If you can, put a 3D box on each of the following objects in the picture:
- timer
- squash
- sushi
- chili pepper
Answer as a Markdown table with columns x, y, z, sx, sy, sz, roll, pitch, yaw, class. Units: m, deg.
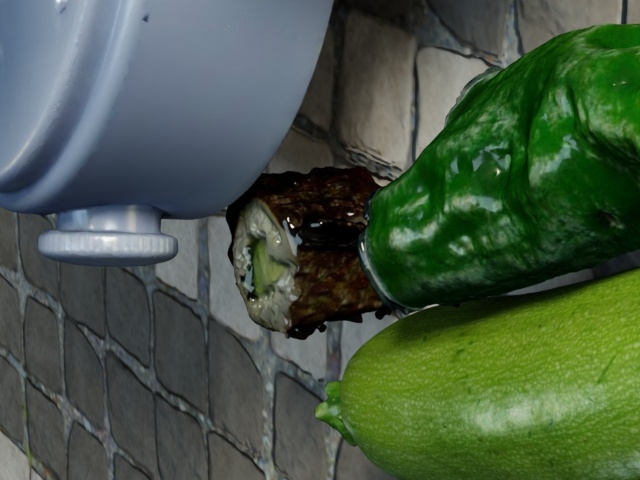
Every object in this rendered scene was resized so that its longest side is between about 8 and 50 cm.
| x | y | z | sx | sy | sz | roll | pitch | yaw | class |
| --- | --- | --- | --- | --- | --- | --- | --- | --- | --- |
| -0.108 | -0.172 | 1.108 | 0.395 | 0.173 | 0.395 | -10 | 79 | 61 | timer |
| 0.112 | 0.071 | 0.902 | 0.395 | 0.107 | 0.107 | -15 | 87 | 59 | squash |
| -0.001 | 0.001 | 1.092 | 0.094 | 0.084 | 0.098 | 56 | 139 | 40 | sushi |
| 0.128 | -0.041 | 0.822 | 0.099 | 0.136 | 0.270 | 56 | 153 | -8 | chili pepper |
